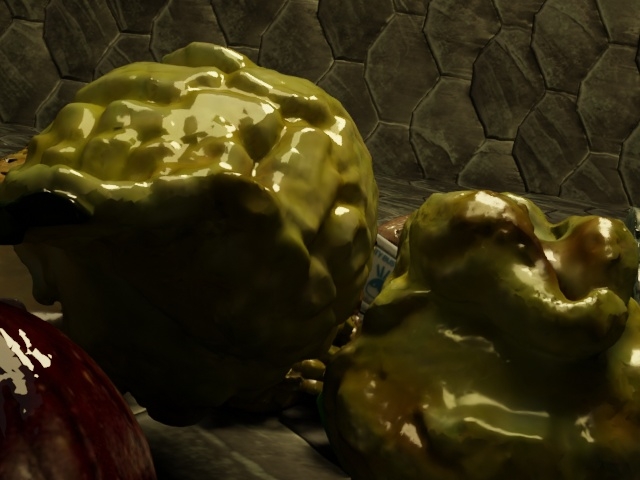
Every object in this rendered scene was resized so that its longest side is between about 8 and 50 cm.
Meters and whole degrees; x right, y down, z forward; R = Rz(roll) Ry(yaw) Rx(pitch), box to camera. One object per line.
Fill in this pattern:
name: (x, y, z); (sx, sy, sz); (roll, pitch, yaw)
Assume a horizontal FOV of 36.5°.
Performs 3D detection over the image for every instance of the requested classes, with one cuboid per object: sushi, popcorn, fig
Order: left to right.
fig: (-0.181, 0.094, 0.482); (0.186, 0.249, 0.204); (3, 11, 20)
popcorn: (-0.096, -0.009, 0.701); (0.293, 0.293, 0.237); (6, 49, -9)
sushi: (-0.024, 0.078, 0.976); (0.179, 0.167, 0.296); (-13, -5, 25)
popcorn: (0.141, 0.097, 0.700); (0.276, 0.276, 0.225); (1, 7, -31)

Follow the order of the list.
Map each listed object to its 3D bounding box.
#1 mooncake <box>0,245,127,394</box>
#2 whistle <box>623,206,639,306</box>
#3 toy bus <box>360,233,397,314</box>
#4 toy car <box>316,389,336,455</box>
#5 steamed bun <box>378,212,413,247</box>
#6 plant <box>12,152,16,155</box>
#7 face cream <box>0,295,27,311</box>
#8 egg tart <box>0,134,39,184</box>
mooncake: (-0.251, 0.067, 0.866); (0.228, 0.124, 0.228); (11, 25, -5)
whistle: (0.487, 0.067, 1.280); (0.168, 0.188, 0.405); (10, 11, 9)
toy bus: (0.000, 0.000, 1.176); (0.297, 0.106, 0.131); (35, -3, -18)
toy car: (0.075, 0.147, 0.858); (0.165, 0.062, 0.071); (0, 58, -37)
steamed bun: (0.149, 0.035, 1.333); (0.175, 0.145, 0.106); (-3, 16, -28)
plant: (-0.515, -0.083, 1.565); (0.104, 0.122, 0.116); (19, 4, 0)
face cream: (-0.329, 0.095, 0.738); (0.274, 0.154, 0.096); (3, 32, 14)
egg tart: (-0.243, -0.030, 1.102); (0.341, 0.129, 0.341); (15, -20, 6)
